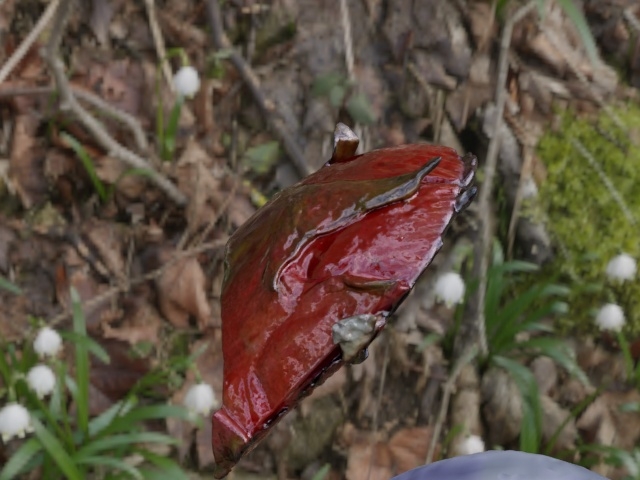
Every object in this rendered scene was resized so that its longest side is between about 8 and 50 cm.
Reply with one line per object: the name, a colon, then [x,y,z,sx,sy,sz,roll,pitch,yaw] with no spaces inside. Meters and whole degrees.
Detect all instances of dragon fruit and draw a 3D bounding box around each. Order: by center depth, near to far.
dragon fruit: [0.000,0.000,0.973,0.100,0.282,0.343,46,16,-16]

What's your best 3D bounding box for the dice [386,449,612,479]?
dice: [0.107,0.285,0.564,0.270,0.270,0.271,21,59,38]
